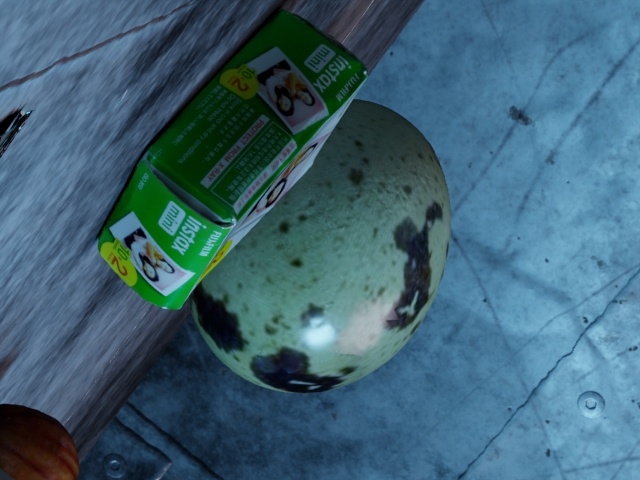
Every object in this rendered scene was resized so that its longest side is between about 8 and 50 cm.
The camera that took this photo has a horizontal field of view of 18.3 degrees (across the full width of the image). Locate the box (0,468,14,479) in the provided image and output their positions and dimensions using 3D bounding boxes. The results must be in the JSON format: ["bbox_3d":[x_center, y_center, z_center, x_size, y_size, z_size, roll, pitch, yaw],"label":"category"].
[{"bbox_3d":[-0.247,0.258,1.555,0.106,0.251,0.203,-49,179,-2],"label":"box"}]

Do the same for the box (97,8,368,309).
[{"bbox_3d":[-0.078,-0.070,1.745,0.250,0.103,0.180,-51,178,-35],"label":"box"}]

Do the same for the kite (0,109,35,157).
[{"bbox_3d":[-0.248,0.036,1.010,0.335,0.011,0.314,-52,178,-37],"label":"kite"}]

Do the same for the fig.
[{"bbox_3d":[-0.292,0.200,1.747,0.128,0.150,0.128,-40,-139,48],"label":"fig"}]

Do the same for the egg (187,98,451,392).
[{"bbox_3d":[0.000,0.000,2.234,0.287,0.287,0.379,-54,-171,43],"label":"egg"}]
